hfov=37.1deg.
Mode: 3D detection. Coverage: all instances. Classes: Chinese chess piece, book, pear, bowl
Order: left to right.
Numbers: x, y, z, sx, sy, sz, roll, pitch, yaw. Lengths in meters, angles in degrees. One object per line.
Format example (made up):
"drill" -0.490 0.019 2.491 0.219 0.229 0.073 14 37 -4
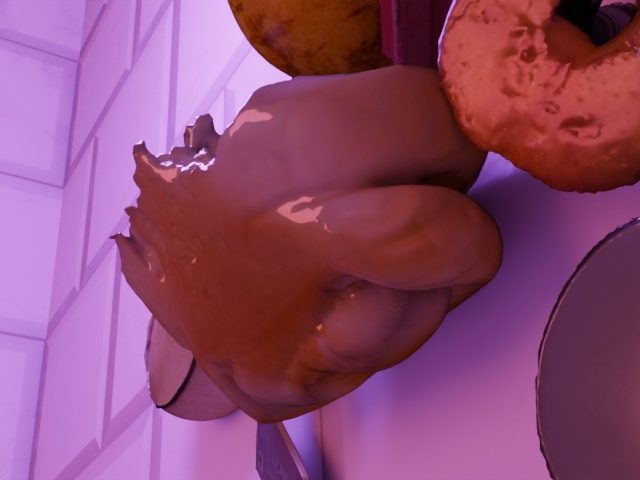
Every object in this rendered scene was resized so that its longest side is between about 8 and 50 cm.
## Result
"Chinese chess piece" -0.168 0.132 1.385 0.257 0.104 0.257 -38 44 50
"book" -0.047 0.275 1.126 0.181 0.014 0.127 -129 37 -58
"pear" 0.014 -0.316 1.070 0.281 0.281 0.280 -39 44 50
"bowl" 0.241 0.090 0.589 0.211 0.112 0.211 -37 46 51

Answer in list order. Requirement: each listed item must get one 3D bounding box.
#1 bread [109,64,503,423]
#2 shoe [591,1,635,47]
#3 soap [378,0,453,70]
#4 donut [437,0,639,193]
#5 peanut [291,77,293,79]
"bread" -0.015 0.015 0.884 0.424 0.329 0.245 -44 47 52
"shoe" 0.199 -0.176 0.831 0.180 0.092 0.089 20 95 63
"soap" 0.133 -0.253 0.918 0.099 0.162 0.250 -115 15 -47
"donut" 0.208 -0.159 0.700 0.253 0.118 0.253 -5 81 32
"peanut" 0.004 -0.245 1.262 0.098 0.090 0.214 90 177 -55
